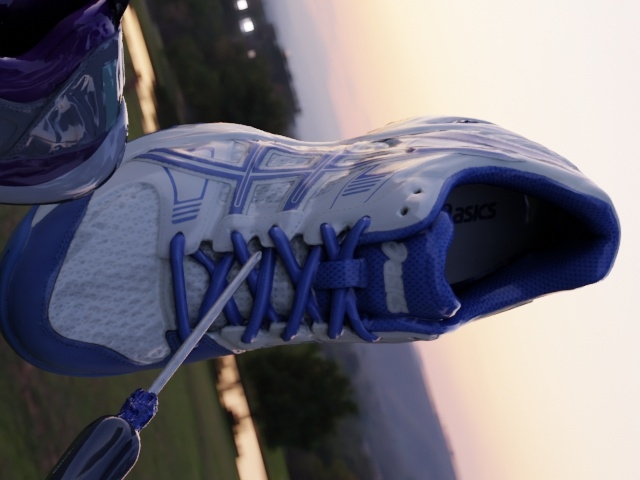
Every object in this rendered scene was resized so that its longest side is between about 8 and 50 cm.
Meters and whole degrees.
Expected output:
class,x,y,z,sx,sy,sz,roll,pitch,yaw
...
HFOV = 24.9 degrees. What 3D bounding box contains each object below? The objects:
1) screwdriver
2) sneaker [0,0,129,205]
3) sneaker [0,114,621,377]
class,x,y,z,sx,sy,sz,roll,pitch,yaw
screwdriver,-0.060,0.050,0.560,0.170,0.024,0.025,-55,167,-42
sneaker,-0.178,-0.067,0.512,0.098,0.224,0.083,106,-27,-45
sneaker,0.000,0.000,0.672,0.131,0.297,0.111,-151,-130,-63
